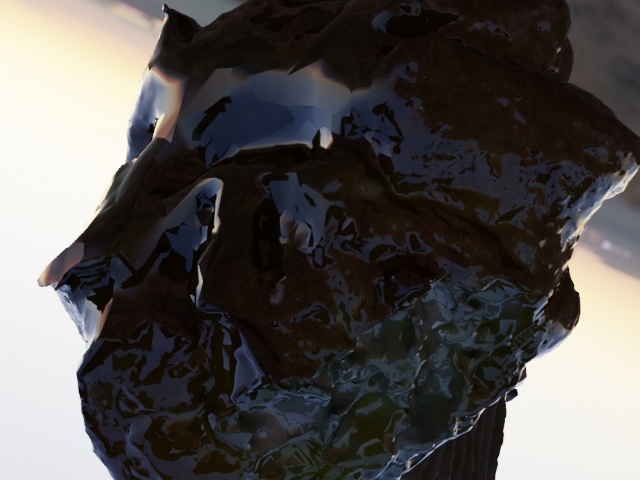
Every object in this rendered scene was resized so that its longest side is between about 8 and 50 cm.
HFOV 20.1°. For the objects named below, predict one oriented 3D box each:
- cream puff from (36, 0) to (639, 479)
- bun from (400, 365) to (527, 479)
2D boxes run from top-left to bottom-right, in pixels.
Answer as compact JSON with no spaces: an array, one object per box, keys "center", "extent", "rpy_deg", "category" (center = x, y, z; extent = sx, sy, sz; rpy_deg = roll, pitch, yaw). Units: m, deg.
[{"center":[0.000,0.000,0.759],"extent":[0.155,0.269,0.241],"rpy_deg":[40,169,-39],"category":"cream puff"},{"center":[0.002,0.108,1.169],"extent":[0.204,0.282,0.281],"rpy_deg":[-8,169,25],"category":"bun"}]
